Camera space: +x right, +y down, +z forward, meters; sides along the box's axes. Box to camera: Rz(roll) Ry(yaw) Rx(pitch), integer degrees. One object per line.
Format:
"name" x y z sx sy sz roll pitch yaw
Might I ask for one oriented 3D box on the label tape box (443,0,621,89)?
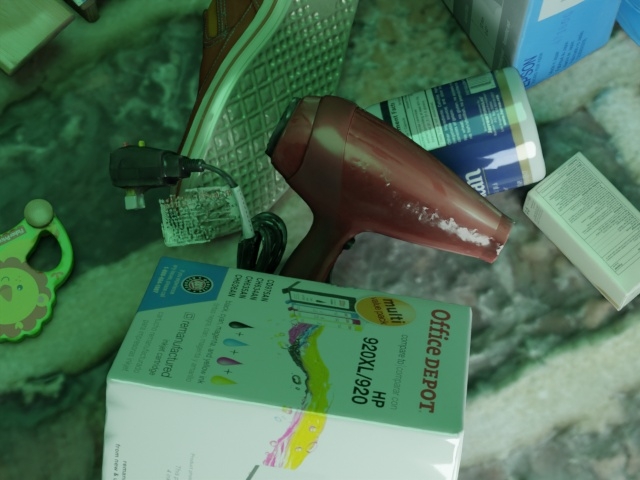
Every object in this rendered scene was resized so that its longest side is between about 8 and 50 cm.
"label tape box" 0.113 -0.323 1.247 0.115 0.249 0.348 -31 72 -11

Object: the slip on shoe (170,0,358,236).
"slip on shoe" -0.050 -0.156 1.273 0.101 0.123 0.331 6 71 40

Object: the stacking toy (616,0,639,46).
"stacking toy" 0.381 -0.285 1.296 0.302 0.166 0.175 -29 86 -21

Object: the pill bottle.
"pill bottle" 0.085 -0.071 1.228 0.169 0.094 0.094 -15 69 6

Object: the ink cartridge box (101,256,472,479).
"ink cartridge box" -0.020 0.137 1.082 0.232 0.168 0.171 9 29 4

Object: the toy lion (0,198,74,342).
"toy lion" -0.240 0.029 1.235 0.100 0.034 0.096 -28 78 -10

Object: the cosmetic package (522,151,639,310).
"cosmetic package" 0.221 -0.008 1.235 0.060 0.041 0.115 -36 73 -13

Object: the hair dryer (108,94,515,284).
"hair dryer" 0.000 0.000 1.175 0.293 0.080 0.224 -10 110 14

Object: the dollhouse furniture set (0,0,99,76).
"dollhouse furniture set" -0.314 -0.242 1.269 0.242 0.161 0.212 40 74 15
